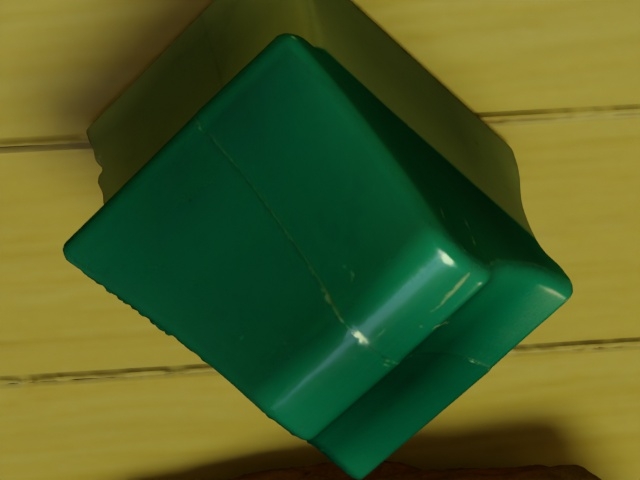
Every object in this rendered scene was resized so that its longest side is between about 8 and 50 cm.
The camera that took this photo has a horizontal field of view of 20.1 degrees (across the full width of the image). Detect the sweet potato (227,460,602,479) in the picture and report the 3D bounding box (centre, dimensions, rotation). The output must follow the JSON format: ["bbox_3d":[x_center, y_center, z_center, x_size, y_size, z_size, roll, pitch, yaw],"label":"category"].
[{"bbox_3d":[0.010,0.127,0.673,0.251,0.097,0.097,-2,121,2],"label":"sweet potato"}]

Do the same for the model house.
[{"bbox_3d":[0.000,0.000,0.556,0.127,0.149,0.100,39,107,-23],"label":"model house"}]
